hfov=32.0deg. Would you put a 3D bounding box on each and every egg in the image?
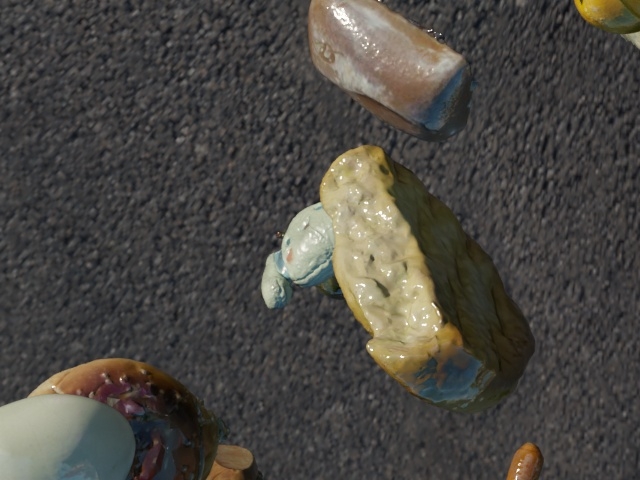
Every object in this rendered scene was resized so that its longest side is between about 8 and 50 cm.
[{"bbox_3d":[-0.287,0.235,1.145,0.151,0.209,0.151,37,138,44],"label":"egg"}]

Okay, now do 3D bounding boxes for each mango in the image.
[{"bbox_3d":[0.351,-0.285,1.261,0.066,0.187,0.101,-26,85,58],"label":"mango"}]

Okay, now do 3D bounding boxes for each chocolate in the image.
[{"bbox_3d":[0.070,-0.214,1.398,0.261,0.083,0.161,37,153,27],"label":"chocolate"}]

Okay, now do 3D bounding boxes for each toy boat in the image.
[{"bbox_3d":[-0.141,0.397,1.779,0.108,0.293,0.099,3,101,-7],"label":"toy boat"}]

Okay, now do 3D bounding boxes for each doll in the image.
[{"bbox_3d":[0.000,0.000,1.422,0.071,0.103,0.214,40,93,-29],"label":"doll"}]

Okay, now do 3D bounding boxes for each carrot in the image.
[{"bbox_3d":[0.283,0.407,1.681,0.048,0.216,0.048,24,167,6],"label":"carrot"}]

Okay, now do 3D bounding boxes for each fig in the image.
[{"bbox_3d":[0.003,0.020,1.910,0.177,0.117,0.117,38,132,29],"label":"fig"}]

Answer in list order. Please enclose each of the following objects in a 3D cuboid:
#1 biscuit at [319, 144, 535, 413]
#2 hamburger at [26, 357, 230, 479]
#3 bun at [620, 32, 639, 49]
[{"bbox_3d":[0.099,0.049,1.023,0.091,0.274,0.213,-41,126,20],"label":"biscuit"},{"bbox_3d":[-0.260,0.272,1.423,0.286,0.243,0.146,1,163,-30],"label":"hamburger"},{"bbox_3d":[0.430,-0.346,1.438,0.133,0.231,0.231,1,124,-1],"label":"bun"}]
